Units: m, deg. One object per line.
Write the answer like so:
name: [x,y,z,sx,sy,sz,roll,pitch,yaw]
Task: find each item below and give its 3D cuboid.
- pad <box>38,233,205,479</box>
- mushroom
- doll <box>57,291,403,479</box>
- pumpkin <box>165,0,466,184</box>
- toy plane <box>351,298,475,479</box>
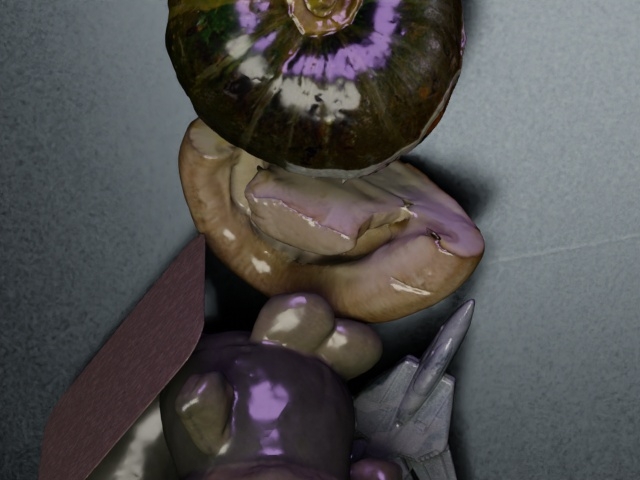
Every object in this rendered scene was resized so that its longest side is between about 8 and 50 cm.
pad: [-0.177,0.123,1.717,0.002,0.176,0.266,31,117,-21]
mushroom: [0.000,0.000,1.724,0.285,0.156,0.151,24,122,14]
doll: [-0.078,0.268,1.716,0.252,0.382,0.378,15,154,-26]
pumpkin: [-0.005,-0.181,1.648,0.260,0.189,0.260,1,84,-8]
toy plane: [0.083,0.140,1.769,0.212,0.088,0.267,27,120,-1]
